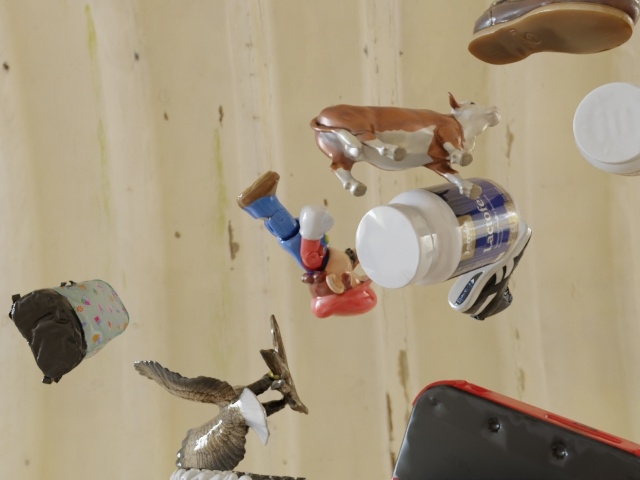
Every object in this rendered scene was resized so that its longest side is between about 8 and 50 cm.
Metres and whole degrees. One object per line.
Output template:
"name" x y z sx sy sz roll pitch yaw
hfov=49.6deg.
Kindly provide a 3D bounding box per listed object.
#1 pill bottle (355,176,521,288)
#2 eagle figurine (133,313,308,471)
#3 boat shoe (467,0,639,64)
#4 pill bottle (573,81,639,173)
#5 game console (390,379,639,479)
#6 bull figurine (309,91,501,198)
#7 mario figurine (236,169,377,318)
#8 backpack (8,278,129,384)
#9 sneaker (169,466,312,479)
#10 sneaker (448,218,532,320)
"pill bottle" 0.188 -0.012 1.098 0.265 0.153 0.153 -15 -29 -43
"eagle figurine" -0.182 0.301 1.248 0.298 0.226 0.225 -18 -39 7
"boat shoe" 0.233 -0.231 0.704 0.073 0.207 0.073 33 -98 -30
"pill bottle" 0.418 -0.150 0.950 0.121 0.121 0.221 -32 -13 28
"game console" 0.248 0.389 0.918 0.387 0.341 0.060 13 -5 44
"bull figurine" 0.142 -0.147 1.040 0.311 0.188 0.101 -4 -54 -15
"mario figurine" 0.000 0.000 1.275 0.170 0.198 0.320 -36 -80 26
"backpack" -0.392 0.133 1.112 0.115 0.182 0.151 -22 -89 8
"sneaker" -0.104 0.323 0.793 0.110 0.118 0.292 12 -18 -26
"sneaker" 0.353 0.061 1.360 0.121 0.079 0.217 26 -72 -37
